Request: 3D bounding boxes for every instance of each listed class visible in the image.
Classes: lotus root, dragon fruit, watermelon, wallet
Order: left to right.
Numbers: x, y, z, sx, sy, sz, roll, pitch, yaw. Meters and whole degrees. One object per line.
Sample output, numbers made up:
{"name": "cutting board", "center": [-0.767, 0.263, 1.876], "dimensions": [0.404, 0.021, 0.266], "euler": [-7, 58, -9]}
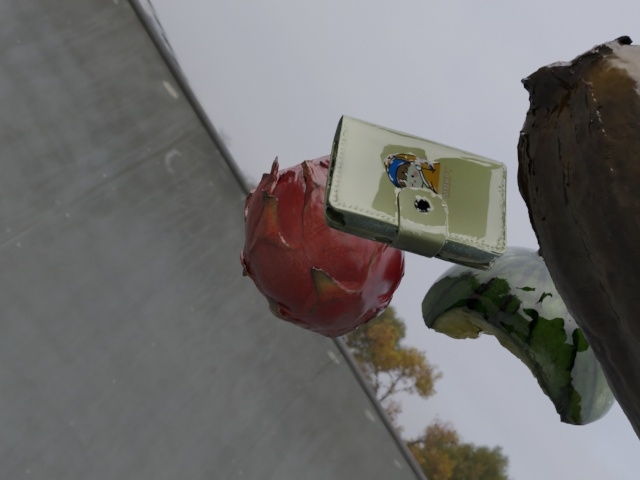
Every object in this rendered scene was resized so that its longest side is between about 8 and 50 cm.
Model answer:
{"name": "dragon fruit", "center": [0.008, 0.006, 0.992], "dimensions": [0.241, 0.240, 0.253], "euler": [-144, -119, -66]}
{"name": "wallet", "center": [0.081, -0.038, 0.610], "dimensions": [0.039, 0.155, 0.110], "euler": [119, -17, -56]}
{"name": "watermelon", "center": [0.342, 0.111, 1.122], "dimensions": [0.331, 0.330, 0.190], "euler": [50, -55, 38]}
{"name": "lotus root", "center": [0.205, 0.044, 0.391], "dimensions": [0.167, 0.078, 0.330], "euler": [-34, -93, 44]}
